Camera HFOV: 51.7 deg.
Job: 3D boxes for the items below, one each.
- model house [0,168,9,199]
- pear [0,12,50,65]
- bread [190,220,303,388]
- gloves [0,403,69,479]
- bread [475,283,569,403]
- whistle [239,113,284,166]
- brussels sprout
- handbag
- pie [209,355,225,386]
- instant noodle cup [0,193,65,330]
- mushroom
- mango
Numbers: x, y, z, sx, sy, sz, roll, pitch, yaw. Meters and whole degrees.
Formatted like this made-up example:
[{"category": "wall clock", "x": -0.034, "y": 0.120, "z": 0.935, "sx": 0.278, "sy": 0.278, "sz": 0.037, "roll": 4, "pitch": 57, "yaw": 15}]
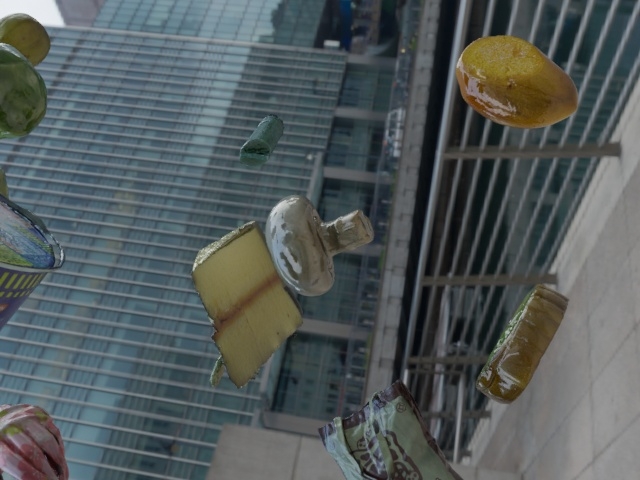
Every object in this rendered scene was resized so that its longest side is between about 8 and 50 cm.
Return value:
[{"category": "model house", "x": -0.851, "y": -0.069, "z": 1.441, "sx": 0.266, "sy": 0.321, "sz": 0.261, "roll": 49, "pitch": -153, "yaw": -20}, {"category": "pear", "x": -0.835, "y": -0.551, "z": 1.833, "sx": 0.162, "sy": 0.149, "sz": 0.149, "roll": -51, "pitch": -23, "yaw": -29}, {"category": "bread", "x": -0.186, "y": 0.141, "z": 1.691, "sx": 0.346, "sy": 0.242, "sz": 0.405, "roll": 63, "pitch": 173, "yaw": -2}, {"category": "gloves", "x": -0.523, "y": 0.365, "z": 1.145, "sx": 0.145, "sy": 0.241, "sz": 0.126, "roll": -11, "pitch": -81, "yaw": -40}, {"category": "bread", "x": 0.355, "y": 0.184, "z": 1.171, "sx": 0.236, "sy": 0.070, "sz": 0.236, "roll": -53, "pitch": -16, "yaw": -22}, {"category": "whistle", "x": -0.076, "y": -0.134, "z": 0.882, "sx": 0.186, "sy": 0.039, "sz": 0.039, "roll": -82, "pitch": -3, "yaw": -69}, {"category": "brussels sprout", "x": -0.481, "y": -0.225, "z": 1.013, "sx": 0.155, "sy": 0.117, "sz": 0.155, "roll": 162, "pitch": 90, "yaw": -85}, {"category": "handbag", "x": 0.125, "y": 0.406, "z": 1.213, "sx": 0.235, "sy": 0.213, "sz": 0.127, "roll": 58, "pitch": -163, "yaw": 9}, {"category": "pie", "x": -0.246, "y": 0.314, "z": 1.592, "sx": 0.084, "sy": 0.020, "sz": 0.084, "roll": 20, "pitch": -90, "yaw": -85}, {"category": "instant noodle cup", "x": -0.517, "y": 0.084, "z": 0.800, "sx": 0.312, "sy": 0.284, "sz": 0.284, "roll": -57, "pitch": -6, "yaw": 5}, {"category": "mushroom", "x": -0.016, "y": -0.007, "z": 1.310, "sx": 0.209, "sy": 0.206, "sz": 0.206, "roll": -46, "pitch": -9, "yaw": 0}, {"category": "mango", "x": 0.338, "y": -0.266, "z": 1.136, "sx": 0.141, "sy": 0.217, "sz": 0.102, "roll": -58, "pitch": -24, "yaw": -9}]
